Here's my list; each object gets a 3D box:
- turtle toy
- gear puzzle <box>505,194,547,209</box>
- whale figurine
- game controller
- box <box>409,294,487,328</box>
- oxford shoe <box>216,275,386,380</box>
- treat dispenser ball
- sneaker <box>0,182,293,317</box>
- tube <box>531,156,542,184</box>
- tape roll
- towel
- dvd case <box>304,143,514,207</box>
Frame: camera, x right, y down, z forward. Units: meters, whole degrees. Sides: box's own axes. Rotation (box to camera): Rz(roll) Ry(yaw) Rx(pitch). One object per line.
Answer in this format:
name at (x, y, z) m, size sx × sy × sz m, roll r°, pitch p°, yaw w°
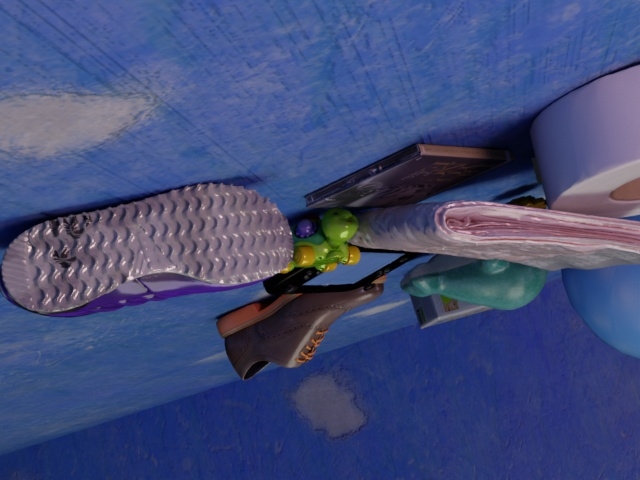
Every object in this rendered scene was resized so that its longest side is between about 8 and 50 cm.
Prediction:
turtle toy at (0.000, 0.000, 1.356) m, size 0.095 × 0.066 × 0.130 m, roll 0°, pitch 168°, yaw -37°
gear puzzle at (0.420, -0.088, 1.664) m, size 0.338 × 0.044 × 0.175 m, roll -19°, pitch 163°, yaw 4°
whale figurine at (0.288, 0.070, 2.021) m, size 0.272 × 0.141 × 0.216 m, roll -14°, pitch 170°, yaw -14°
game controller at (0.045, 0.030, 1.613) m, size 0.166 × 0.067 × 0.319 m, roll -22°, pitch 170°, yaw 25°
box at (0.290, 0.091, 2.218) m, size 0.203 × 0.114 × 0.103 m, roll -12°, pitch 168°, yaw -20°
oxford shoe at (-0.022, 0.148, 1.947) m, size 0.363 × 0.133 × 0.130 m, roll -25°, pitch 167°, yaw 37°
treat dispenser ball at (0.472, 0.023, 1.508) m, size 0.288 × 0.288 × 0.288 m, roll -17°, pitch 170°, yaw -3°
sneaker at (-0.177, 0.015, 1.100) m, size 0.293 × 0.102 × 0.146 m, roll -7°, pitch 171°, yaw -25°
tube at (0.390, -0.118, 1.410) m, size 0.240 × 0.070 × 0.062 m, roll -15°, pitch -153°, yaw 10°
tape roll at (0.381, -0.110, 1.224) m, size 0.286 × 0.100 × 0.286 m, roll -11°, pitch 166°, yaw -3°
towel at (0.215, -0.002, 1.328) m, size 0.316 × 0.054 × 0.332 m, roll 6°, pitch 176°, yaw -17°
dvd case at (0.108, -0.072, 1.299) m, size 0.164 × 0.018 × 0.221 m, roll -24°, pitch 168°, yaw 34°
